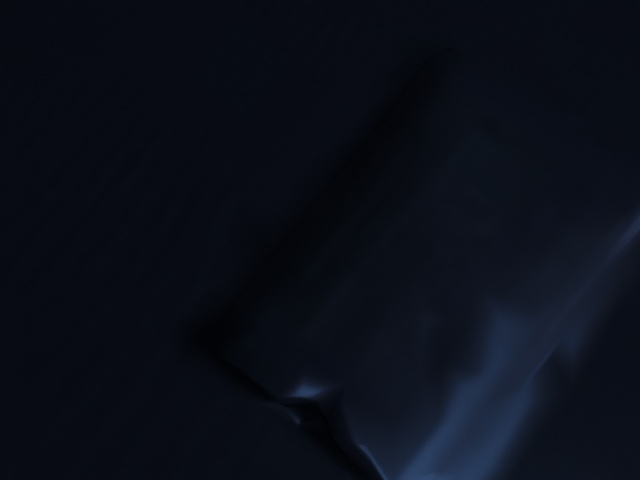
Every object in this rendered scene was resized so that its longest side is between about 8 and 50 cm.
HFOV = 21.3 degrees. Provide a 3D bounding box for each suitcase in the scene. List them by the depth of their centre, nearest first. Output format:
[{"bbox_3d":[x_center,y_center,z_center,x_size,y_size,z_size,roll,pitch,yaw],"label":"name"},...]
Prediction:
[{"bbox_3d":[0.000,0.000,0.400,0.339,0.188,0.345,36,81,19],"label":"suitcase"}]
